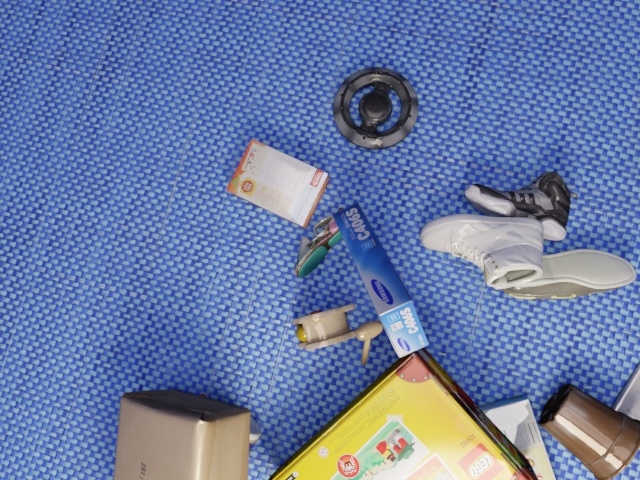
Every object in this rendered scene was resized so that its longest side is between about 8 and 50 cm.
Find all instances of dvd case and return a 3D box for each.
[{"bbox_3d":[0.840,0.370,1.206,0.180,0.022,0.253,33,88,8],"label":"dvd case"}]

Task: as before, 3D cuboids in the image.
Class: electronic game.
[{"bbox_3d":[0.147,-0.356,1.342,0.229,0.048,0.229,-1,82,5],"label":"electronic game"}]

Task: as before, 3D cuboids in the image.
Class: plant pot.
[{"bbox_3d":[0.615,0.433,1.161,0.165,0.167,0.167,35,88,16],"label":"plant pot"}]

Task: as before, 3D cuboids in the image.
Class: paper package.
[{"bbox_3d":[-0.317,0.525,1.127,0.310,0.168,0.324,-2,81,38],"label":"paper package"}]

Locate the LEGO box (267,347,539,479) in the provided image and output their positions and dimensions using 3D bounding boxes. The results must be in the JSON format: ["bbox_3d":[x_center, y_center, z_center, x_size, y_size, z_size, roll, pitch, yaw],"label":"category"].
[{"bbox_3d":[0.166,0.543,1.136,0.500,0.193,0.372,-43,78,7],"label":"LEGO box"}]

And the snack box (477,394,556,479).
[{"bbox_3d":[0.457,0.558,1.205,0.187,0.060,0.321,-17,82,6],"label":"snack box"}]

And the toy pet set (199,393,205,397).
[{"bbox_3d":[-0.349,0.474,1.295,0.122,0.065,0.114,-22,82,4],"label":"toy pet set"}]

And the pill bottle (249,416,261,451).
[{"bbox_3d":[-0.243,0.529,1.254,0.112,0.112,0.186,34,92,8],"label":"pill bottle"}]

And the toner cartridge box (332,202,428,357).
[{"bbox_3d":[0.130,0.079,1.147,0.075,0.165,0.347,-26,40,4],"label":"toner cartridge box"}]

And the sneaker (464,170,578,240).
[{"bbox_3d":[0.507,-0.115,1.257,0.269,0.101,0.153,25,86,2],"label":"sneaker"}]

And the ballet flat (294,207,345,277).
[{"bbox_3d":[0.000,0.000,1.314,0.221,0.077,0.079,-45,63,-5],"label":"ballet flat"}]

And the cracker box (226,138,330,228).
[{"bbox_3d":[-0.111,-0.150,1.338,0.232,0.067,0.155,26,88,9],"label":"cracker box"}]

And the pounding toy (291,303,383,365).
[{"bbox_3d":[0.019,0.241,1.188,0.154,0.269,0.154,-11,81,-29],"label":"pounding toy"}]

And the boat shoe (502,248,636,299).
[{"bbox_3d":[0.599,0.090,1.227,0.305,0.091,0.109,-2,53,5],"label":"boat shoe"}]

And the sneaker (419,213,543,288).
[{"bbox_3d":[0.378,0.030,1.197,0.293,0.108,0.169,-2,50,22],"label":"sneaker"}]
